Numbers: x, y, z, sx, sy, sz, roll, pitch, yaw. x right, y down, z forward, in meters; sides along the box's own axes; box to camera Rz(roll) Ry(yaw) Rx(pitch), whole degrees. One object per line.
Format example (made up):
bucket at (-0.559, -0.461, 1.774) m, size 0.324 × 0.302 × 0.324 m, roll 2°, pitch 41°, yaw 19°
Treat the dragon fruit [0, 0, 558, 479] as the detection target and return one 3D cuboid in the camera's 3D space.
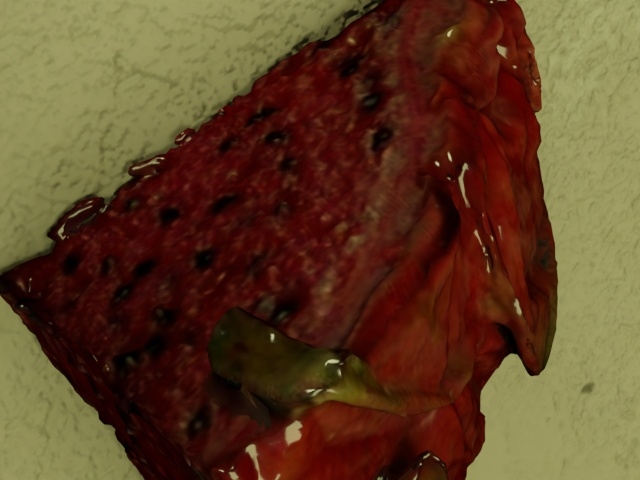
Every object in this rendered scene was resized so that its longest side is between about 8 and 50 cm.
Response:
dragon fruit at (0.000, 0.000, 0.744) m, size 0.240 × 0.302 × 0.330 m, roll 29°, pitch 80°, yaw -9°
